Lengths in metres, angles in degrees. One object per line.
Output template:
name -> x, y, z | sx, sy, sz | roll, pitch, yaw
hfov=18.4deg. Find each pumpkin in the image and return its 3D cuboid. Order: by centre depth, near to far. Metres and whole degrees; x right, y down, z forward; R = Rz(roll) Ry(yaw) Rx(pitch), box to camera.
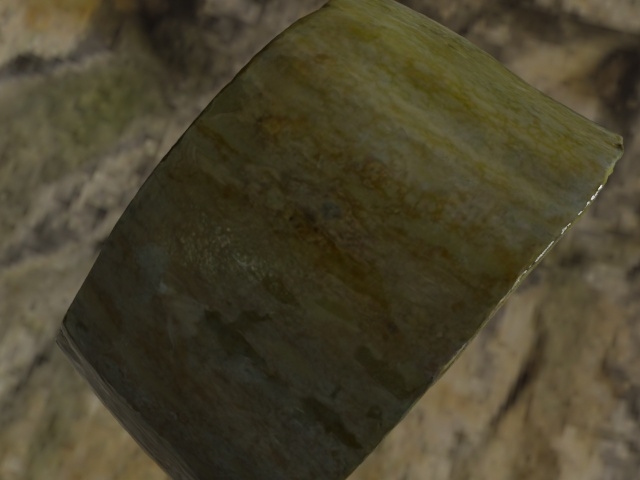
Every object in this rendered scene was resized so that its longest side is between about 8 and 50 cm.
pumpkin -> 0.000, 0.000, 1.153 | 0.199, 0.332, 0.332 | 44, -37, -3
